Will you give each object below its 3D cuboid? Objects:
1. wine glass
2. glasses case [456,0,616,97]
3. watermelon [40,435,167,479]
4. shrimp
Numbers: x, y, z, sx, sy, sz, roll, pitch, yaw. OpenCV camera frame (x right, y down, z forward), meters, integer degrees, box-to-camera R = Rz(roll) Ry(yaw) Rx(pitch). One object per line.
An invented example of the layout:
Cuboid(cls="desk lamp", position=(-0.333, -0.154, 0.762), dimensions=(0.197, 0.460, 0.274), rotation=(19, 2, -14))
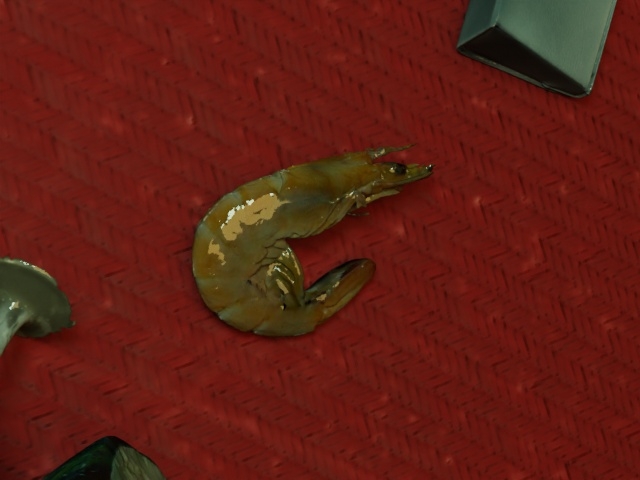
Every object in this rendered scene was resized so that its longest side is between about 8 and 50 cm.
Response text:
Cuboid(cls="wine glass", position=(-0.182, 0.099, 0.688), dimensions=(0.066, 0.066, 0.198), rotation=(31, 46, -13))
Cuboid(cls="glasses case", position=(0.157, -0.232, 0.896), dimensions=(0.105, 0.056, 0.266), rotation=(26, 76, -39))
Cuboid(cls="watermelon", position=(-0.096, 0.211, 0.662), dimensions=(0.224, 0.180, 0.305), rotation=(-60, 144, -34))
Cuboid(cls="shrimp", position=(0.003, 0.001, 0.818), dimensions=(0.162, 0.045, 0.095), rotation=(-20, 92, -21))
